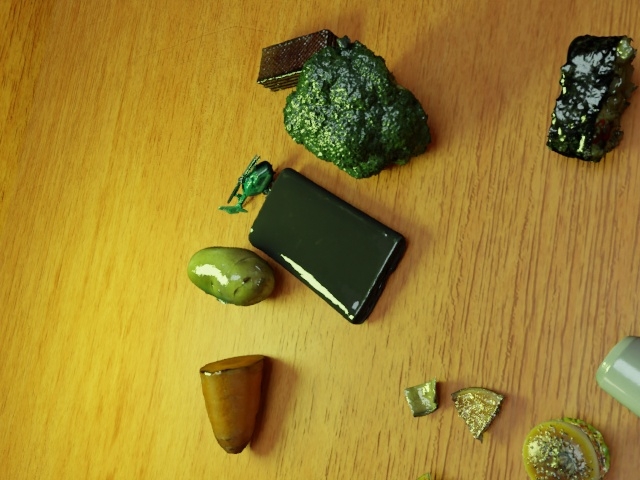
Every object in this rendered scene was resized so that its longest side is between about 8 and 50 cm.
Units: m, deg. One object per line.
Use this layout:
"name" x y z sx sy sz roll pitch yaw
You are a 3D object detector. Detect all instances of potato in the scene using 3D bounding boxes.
"potato" -0.227 0.090 1.419 0.248 0.169 0.143 11 56 29

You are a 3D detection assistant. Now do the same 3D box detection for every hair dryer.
"hair dryer" 0.600 0.133 0.845 0.357 0.107 0.173 -52 55 5

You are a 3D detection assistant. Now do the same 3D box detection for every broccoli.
"broccoli" 0.082 -0.282 1.228 0.304 0.321 0.283 -25 27 42

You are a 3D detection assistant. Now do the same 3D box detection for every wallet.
"wallet" 0.000 0.000 1.336 0.406 0.062 0.228 35 101 36

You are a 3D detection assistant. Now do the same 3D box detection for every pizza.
"pizza" 0.293 0.314 1.065 0.099 0.029 0.100 30 95 46

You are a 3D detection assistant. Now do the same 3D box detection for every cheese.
"cheese" 0.213 0.309 1.114 0.084 0.041 0.060 -44 48 39

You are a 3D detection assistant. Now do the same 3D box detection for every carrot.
"carrot" -0.205 0.400 1.353 0.159 0.159 0.225 -9 85 35

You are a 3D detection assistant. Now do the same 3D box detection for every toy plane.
"toy plane" -0.185 -0.140 1.489 0.235 0.096 0.060 -49 51 39

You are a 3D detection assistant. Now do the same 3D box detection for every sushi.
"sushi" 0.484 -0.248 0.989 0.115 0.147 0.212 18 108 32

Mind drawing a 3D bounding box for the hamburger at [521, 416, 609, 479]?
"hamburger" 0.407 0.360 0.929 0.141 0.081 0.126 -18 69 34

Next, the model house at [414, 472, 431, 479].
"model house" 0.198 0.572 1.028 0.136 0.207 0.219 35 92 0

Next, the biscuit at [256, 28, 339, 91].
"biscuit" -0.061 -0.472 1.485 0.252 0.070 0.106 -1 78 38
